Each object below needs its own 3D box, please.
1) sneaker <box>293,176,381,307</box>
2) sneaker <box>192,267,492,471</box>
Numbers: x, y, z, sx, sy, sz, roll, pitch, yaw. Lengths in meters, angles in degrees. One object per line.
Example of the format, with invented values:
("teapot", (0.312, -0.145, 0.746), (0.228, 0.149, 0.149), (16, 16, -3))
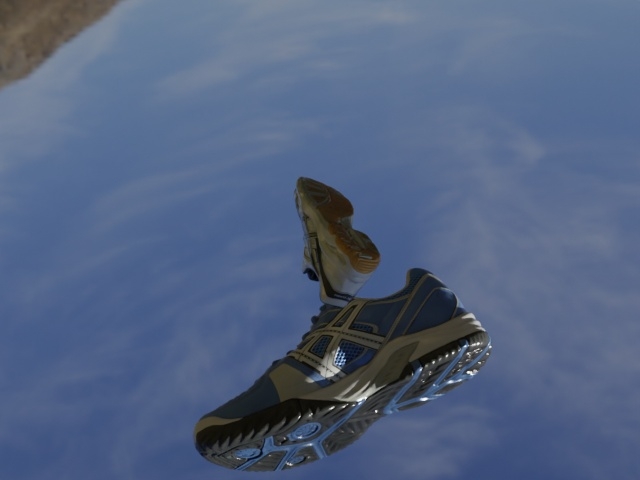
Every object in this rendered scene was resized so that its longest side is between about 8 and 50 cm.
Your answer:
("sneaker", (0.000, 0.000, 0.627), (0.032, 0.037, 0.083), (17, -154, -26))
("sneaker", (0.008, 0.091, 0.882), (0.211, 0.080, 0.081), (-23, -120, -7))
